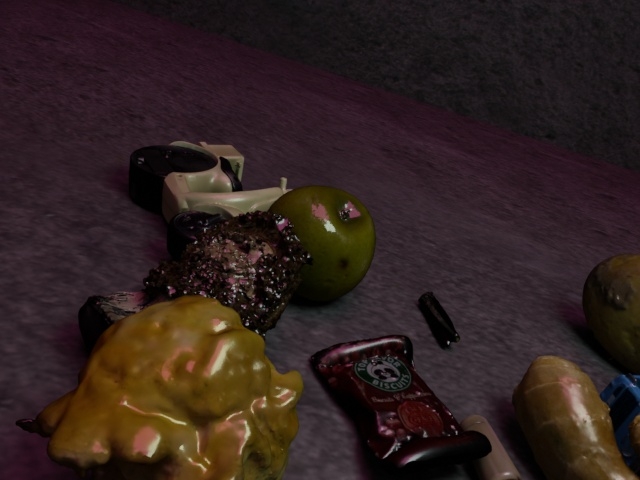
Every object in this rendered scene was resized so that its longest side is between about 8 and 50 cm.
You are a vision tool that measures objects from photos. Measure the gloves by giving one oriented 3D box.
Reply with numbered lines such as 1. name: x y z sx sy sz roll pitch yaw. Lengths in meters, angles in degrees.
1. gloves: -0.145 0.072 0.689 0.312 0.135 0.210 -31 29 -30

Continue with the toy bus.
1. toy bus: 0.498 0.262 0.744 0.233 0.116 0.134 8 31 -20

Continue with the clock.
1. clock: -0.194 -0.082 0.981 0.276 0.120 0.379 -8 36 -35

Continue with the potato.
1. potato: 0.592 0.136 0.927 0.265 0.230 0.229 29 29 26

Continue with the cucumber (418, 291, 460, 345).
1. cucumber: 0.200 0.132 0.900 0.034 0.033 0.135 41 15 -33

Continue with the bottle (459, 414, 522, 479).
1. bottle: 0.204 0.261 0.648 0.045 0.045 0.096 10 27 -15

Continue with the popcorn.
1. popcorn: -0.121 0.170 0.467 0.191 0.190 0.254 13 45 27

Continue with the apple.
1. apple: 0.000 0.000 0.858 0.196 0.157 0.197 25 41 -24

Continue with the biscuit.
1. biscuit: 0.096 0.202 0.672 0.151 0.064 0.235 4 24 -26

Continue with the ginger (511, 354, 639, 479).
1. ginger: 0.396 0.289 0.573 0.362 0.349 0.122 -11 -22 32
